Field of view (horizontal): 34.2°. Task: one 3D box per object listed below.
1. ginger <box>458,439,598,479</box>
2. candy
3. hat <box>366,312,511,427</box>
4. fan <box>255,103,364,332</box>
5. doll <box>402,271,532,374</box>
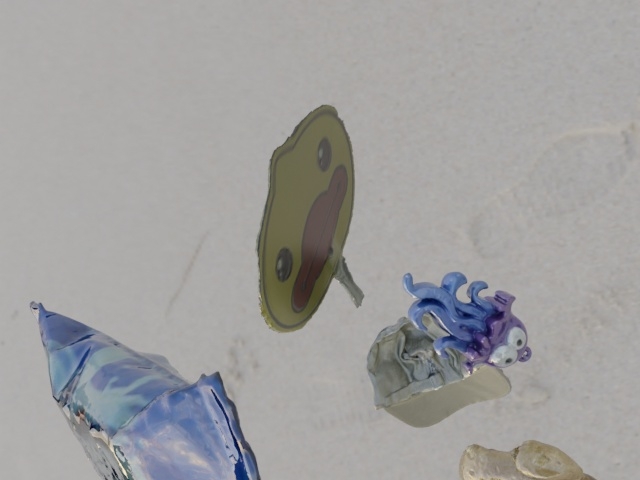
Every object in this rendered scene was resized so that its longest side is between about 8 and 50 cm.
[{"bbox_3d":[0.256,0.294,1.260,0.133,0.059,0.214,41,149,-18],"label":"ginger"},{"bbox_3d":[-0.104,0.134,0.652,0.331,0.077,0.187,14,126,61],"label":"candy"},{"bbox_3d":[0.196,0.215,1.766,0.214,0.245,0.149,-24,69,14],"label":"hat"},{"bbox_3d":[-0.001,0.000,1.070,0.011,0.335,0.229,11,67,23],"label":"fan"},{"bbox_3d":[0.175,0.097,1.242,0.110,0.206,0.067,-59,22,5],"label":"doll"}]
